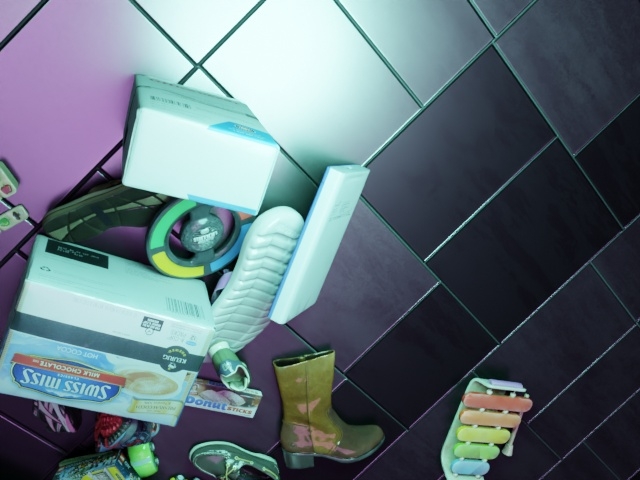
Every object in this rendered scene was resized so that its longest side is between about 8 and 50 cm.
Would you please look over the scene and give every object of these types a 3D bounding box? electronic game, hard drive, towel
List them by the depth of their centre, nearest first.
[{"bbox_3d":[-0.234,-0.014,1.316,0.229,0.048,0.229,-21,138,-20],"label":"electronic game"},{"bbox_3d":[0.000,0.000,1.355,0.040,0.210,0.319,26,105,14],"label":"hard drive"},{"bbox_3d":[-0.498,0.519,1.476,0.148,0.027,0.110,-12,115,14],"label":"towel"}]

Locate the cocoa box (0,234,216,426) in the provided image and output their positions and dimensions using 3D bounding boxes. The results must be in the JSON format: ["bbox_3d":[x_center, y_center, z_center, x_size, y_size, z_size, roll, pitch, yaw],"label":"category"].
[{"bbox_3d":[-0.410,0.173,1.276,0.347,0.231,0.228,19,104,-23],"label":"cocoa box"}]

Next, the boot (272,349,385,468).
[{"bbox_3d":[0.024,0.387,1.590,0.264,0.096,0.280,-4,105,-7],"label":"boot"}]

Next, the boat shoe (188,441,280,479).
[{"bbox_3d":[-0.198,0.536,1.574,0.228,0.069,0.081,20,104,-22],"label":"boat shoe"}]

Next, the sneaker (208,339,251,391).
[{"bbox_3d":[-0.184,0.296,1.433,0.064,0.086,0.192,-30,143,-9],"label":"sneaker"}]

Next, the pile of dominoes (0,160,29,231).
[{"bbox_3d":[-0.683,-0.066,1.209,0.251,0.040,0.196,-29,116,-4],"label":"pile of dominoes"}]

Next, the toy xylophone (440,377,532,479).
[{"bbox_3d":[0.442,0.489,1.737,0.236,0.081,0.323,3,110,-18],"label":"toy xylophone"}]

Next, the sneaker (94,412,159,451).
[{"bbox_3d":[-0.396,0.375,1.387,0.125,0.262,0.104,1,70,-25],"label":"sneaker"}]

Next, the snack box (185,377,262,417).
[{"bbox_3d":[-0.227,0.359,1.521,0.178,0.022,0.064,17,106,-22],"label":"snack box"}]

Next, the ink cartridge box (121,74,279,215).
[{"bbox_3d":[-0.221,-0.175,1.154,0.223,0.307,0.129,12,109,-21],"label":"ink cartridge box"}]

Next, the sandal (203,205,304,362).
[{"bbox_3d":[-0.154,0.088,1.391,0.169,0.102,0.416,6,126,-43],"label":"sandal"}]

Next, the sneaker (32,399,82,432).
[{"bbox_3d":[-0.570,0.335,1.387,0.077,0.072,0.178,-14,109,1],"label":"sneaker"}]

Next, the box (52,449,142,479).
[{"bbox_3d":[-0.452,0.571,1.457,0.159,0.044,0.233,-18,115,14],"label":"box"}]

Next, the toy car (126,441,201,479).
[{"bbox_3d":[-0.394,0.558,1.533,0.239,0.053,0.225,-16,115,-10],"label":"toy car"}]

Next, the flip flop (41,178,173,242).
[{"bbox_3d":[-0.393,-0.071,1.272,0.277,0.080,0.112,-17,138,4],"label":"flip flop"}]
